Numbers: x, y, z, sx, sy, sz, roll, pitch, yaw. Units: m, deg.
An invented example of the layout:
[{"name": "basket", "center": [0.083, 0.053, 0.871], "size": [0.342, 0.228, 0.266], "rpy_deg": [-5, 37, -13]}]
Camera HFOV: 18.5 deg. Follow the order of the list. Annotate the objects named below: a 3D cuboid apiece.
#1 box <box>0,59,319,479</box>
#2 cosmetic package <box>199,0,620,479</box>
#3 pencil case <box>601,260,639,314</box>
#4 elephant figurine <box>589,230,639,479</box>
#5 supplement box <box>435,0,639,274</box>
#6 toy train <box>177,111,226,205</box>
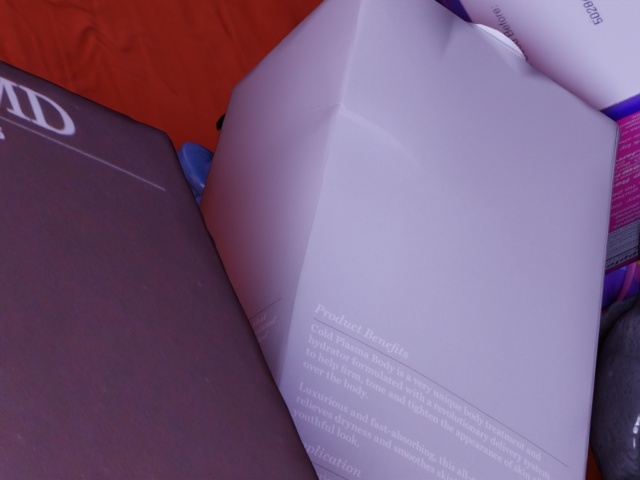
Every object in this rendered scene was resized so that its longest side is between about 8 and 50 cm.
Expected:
[{"name": "box", "center": [-0.084, 0.111, 0.413], "size": [0.191, 0.143, 0.381], "rpy_deg": [22, 28, -41]}, {"name": "cosmetic package", "center": [0.020, 0.034, 0.673], "size": [0.127, 0.107, 0.238], "rpy_deg": [33, 43, -20]}, {"name": "pencil case", "center": [0.175, 0.001, 1.112], "size": [0.104, 0.104, 0.236], "rpy_deg": [51, 25, 19]}, {"name": "elephant figurine", "center": [0.205, 0.075, 0.970], "size": [0.239, 0.186, 0.169], "rpy_deg": [66, 18, -81]}, {"name": "supplement box", "center": [0.100, -0.059, 0.887], "size": [0.111, 0.114, 0.220], "rpy_deg": [63, -13, 19]}, {"name": "toy train", "center": [0.000, 0.000, 0.838], "size": [0.105, 0.080, 0.184], "rpy_deg": [38, 21, -28]}]
